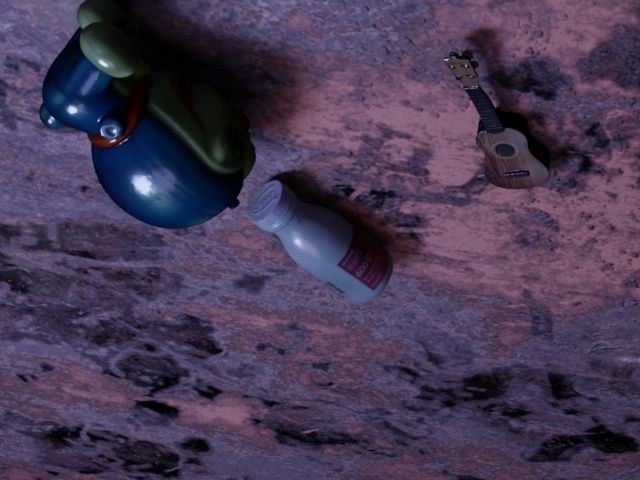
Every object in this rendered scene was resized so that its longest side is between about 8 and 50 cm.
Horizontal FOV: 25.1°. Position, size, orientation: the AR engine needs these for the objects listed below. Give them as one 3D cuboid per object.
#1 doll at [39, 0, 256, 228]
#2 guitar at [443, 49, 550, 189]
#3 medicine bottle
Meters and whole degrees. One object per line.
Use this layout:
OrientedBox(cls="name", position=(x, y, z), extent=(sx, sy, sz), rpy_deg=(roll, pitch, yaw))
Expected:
OrientedBox(cls="doll", position=(-0.210, -0.136, 1.744), extent=(0.186, 0.198, 0.322), rpy_deg=(-40, 118, 15))
OrientedBox(cls="guitar", position=(0.207, -0.151, 1.742), extent=(0.084, 0.038, 0.271), rpy_deg=(-7, 145, 24))
OrientedBox(cls="medicine bottle", position=(0.000, 0.000, 1.979), extent=(0.090, 0.090, 0.216), rpy_deg=(-23, 133, 40))
